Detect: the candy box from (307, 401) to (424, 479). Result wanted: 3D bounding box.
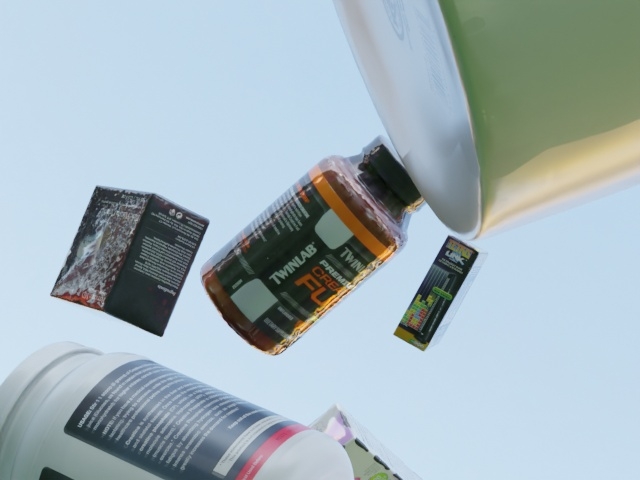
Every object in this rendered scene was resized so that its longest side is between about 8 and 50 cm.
[{"bbox_3d":[0.021,0.307,1.580,0.165,0.070,0.196,-40,-54,7],"label":"candy box"}]

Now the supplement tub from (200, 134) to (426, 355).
[{"bbox_3d":[0.000,0.000,1.139,0.198,0.106,0.106,-42,-81,10],"label":"supplement tub"}]

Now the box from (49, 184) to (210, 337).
[{"bbox_3d":[-0.238,0.023,1.671,0.093,0.158,0.156,27,-11,-35],"label":"box"}]

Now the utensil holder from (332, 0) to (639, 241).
[{"bbox_3d":[0.210,-0.208,0.818,0.385,0.327,0.328,-21,-63,-5],"label":"utensil holder"}]

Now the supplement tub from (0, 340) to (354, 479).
[{"bbox_3d":[-0.127,0.205,1.097,0.272,0.191,0.191,20,-50,24],"label":"supplement tub"}]

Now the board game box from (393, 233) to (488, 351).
[{"bbox_3d":[0.153,0.064,1.693,0.048,0.170,0.141,28,-86,10],"label":"board game box"}]
